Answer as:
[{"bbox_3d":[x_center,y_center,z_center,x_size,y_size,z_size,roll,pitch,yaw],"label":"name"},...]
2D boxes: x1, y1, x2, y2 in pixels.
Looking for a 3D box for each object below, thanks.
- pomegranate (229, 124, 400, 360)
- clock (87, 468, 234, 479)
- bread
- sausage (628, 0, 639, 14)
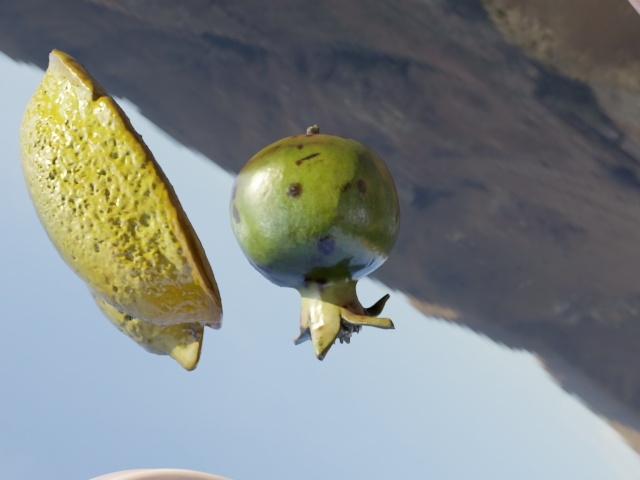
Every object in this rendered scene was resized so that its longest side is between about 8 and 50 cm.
[{"bbox_3d":[0.006,-0.004,1.092,0.148,0.149,0.169,-66,-49,-85],"label":"pomegranate"},{"bbox_3d":[-0.045,0.242,0.604,0.276,0.290,0.080,-1,170,-15],"label":"clock"},{"bbox_3d":[-0.118,-0.010,0.742,0.187,0.065,0.149,58,164,15],"label":"bread"},{"bbox_3d":[0.260,-0.117,0.711,0.304,0.121,0.121,21,-165,-48],"label":"sausage"}]
